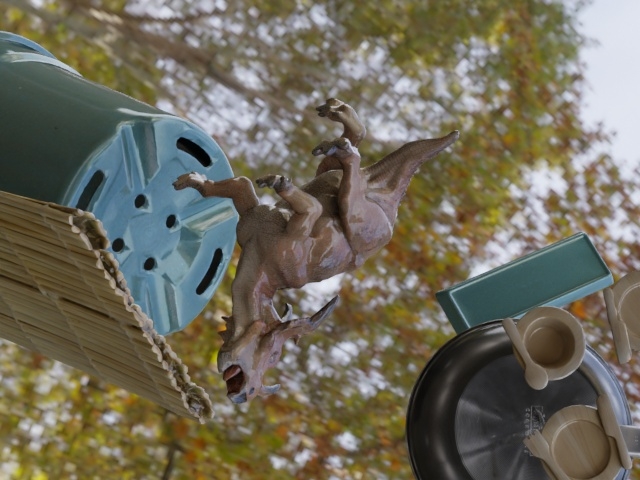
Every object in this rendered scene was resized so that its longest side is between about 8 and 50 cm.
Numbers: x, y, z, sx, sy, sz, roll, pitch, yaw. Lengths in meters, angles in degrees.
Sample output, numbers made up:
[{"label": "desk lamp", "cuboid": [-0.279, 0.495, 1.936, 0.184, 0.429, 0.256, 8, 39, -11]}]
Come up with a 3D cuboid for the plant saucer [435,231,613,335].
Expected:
[{"label": "plant saucer", "cuboid": [0.214, 0.047, 1.451, 0.192, 0.018, 0.067, -22, -109, -21]}]

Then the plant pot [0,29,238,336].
[{"label": "plant pot", "cuboid": [-0.291, -0.045, 1.558, 0.334, 0.341, 0.341, 17, -100, 41]}]

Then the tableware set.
[{"label": "tableware set", "cuboid": [0.218, 0.101, 1.037, 0.169, 0.020, 0.141, -21, -99, -10]}]

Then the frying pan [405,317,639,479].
[{"label": "frying pan", "cuboid": [0.227, 0.190, 1.174, 0.326, 0.053, 0.197, 27, -105, 1]}]

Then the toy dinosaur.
[{"label": "toy dinosaur", "cuboid": [0.000, 0.000, 1.295, 0.296, 0.200, 0.127, -30, -154, -10]}]

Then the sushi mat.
[{"label": "sushi mat", "cuboid": [-0.195, 0.015, 0.819, 0.317, 0.151, 0.019, 14, -130, 43]}]
